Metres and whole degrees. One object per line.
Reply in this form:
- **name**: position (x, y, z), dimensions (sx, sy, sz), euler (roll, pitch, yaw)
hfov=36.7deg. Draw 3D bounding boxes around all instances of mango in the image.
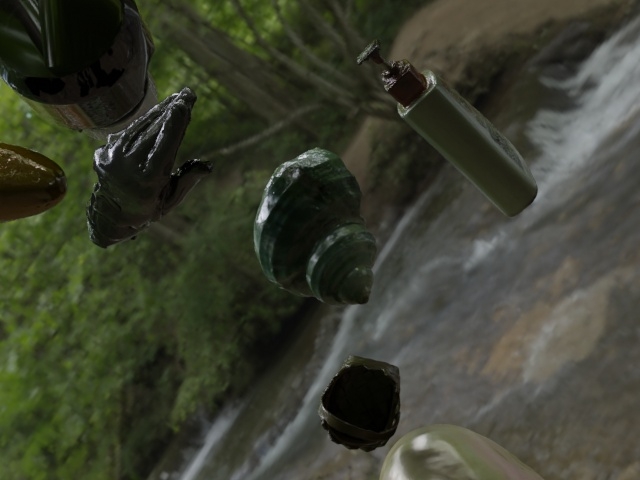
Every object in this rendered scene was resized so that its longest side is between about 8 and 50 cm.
- **mango**: position (-0.456, -0.078, 1.371), dimensions (0.137, 0.195, 0.098), euler (-79, -2, -45)

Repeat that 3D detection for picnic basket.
- **picnic basket**: position (0.061, 0.257, 1.486), dimensions (0.178, 0.128, 0.137), euler (-33, -43, -76)

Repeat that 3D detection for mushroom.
- **mushroom**: position (0.249, 0.470, 1.588), dimensions (0.353, 0.353, 0.325), euler (-57, 4, 35)

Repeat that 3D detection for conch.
- **conch**: position (0.000, 0.000, 1.571), dimensions (0.220, 0.277, 0.195), euler (-40, -31, 17)

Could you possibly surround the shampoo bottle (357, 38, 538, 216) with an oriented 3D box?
- **shampoo bottle**: position (0.146, -0.155, 1.200), dimensions (0.071, 0.284, 0.153), euler (-44, 28, 20)

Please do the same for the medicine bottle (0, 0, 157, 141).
- **medicine bottle**: position (-0.385, -0.282, 1.597), dimensions (0.242, 0.243, 0.395), euler (-58, -8, -12)

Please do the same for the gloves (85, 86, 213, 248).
- **gloves**: position (-0.229, -0.082, 1.268), dimensions (0.285, 0.142, 0.119), euler (-54, 4, 37)
